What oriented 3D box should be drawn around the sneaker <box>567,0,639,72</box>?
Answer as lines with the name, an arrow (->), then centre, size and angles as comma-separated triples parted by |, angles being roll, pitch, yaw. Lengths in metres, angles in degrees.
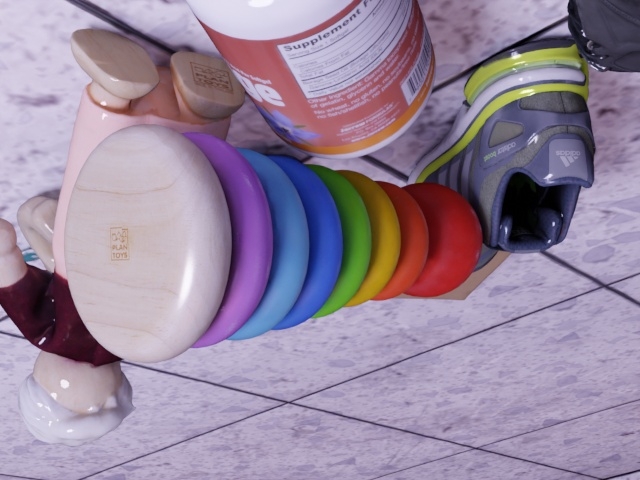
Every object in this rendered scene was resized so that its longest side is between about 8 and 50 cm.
sneaker -> 0.197, -0.160, 0.658 | 0.286, 0.109, 0.130 | 19, 150, -39

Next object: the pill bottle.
pill bottle -> -0.011, -0.146, 0.607 | 0.121, 0.121, 0.216 | -13, 153, 12

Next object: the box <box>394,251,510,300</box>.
box -> 0.088, 0.021, 1.087 | 0.201, 0.021, 0.164 | 1, 153, -18

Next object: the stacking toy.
stacking toy -> 0.000, 0.000, 0.723 | 0.330, 0.141, 0.141 | -1, 157, -45

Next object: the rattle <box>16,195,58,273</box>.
rattle -> -0.199, -0.007, 0.950 | 0.130, 0.142, 0.200 | 32, 162, -6

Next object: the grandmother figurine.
grandmother figurine -> -0.152, 0.022, 0.791 | 0.208, 0.104, 0.342 | 15, 120, -16

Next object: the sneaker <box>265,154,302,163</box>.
sneaker -> -0.040, -0.025, 0.917 | 0.053, 0.059, 0.144 | -2, 153, -4

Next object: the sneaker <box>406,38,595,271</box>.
sneaker -> 0.144, -0.033, 0.874 | 0.111, 0.121, 0.300 | -3, 154, -8
